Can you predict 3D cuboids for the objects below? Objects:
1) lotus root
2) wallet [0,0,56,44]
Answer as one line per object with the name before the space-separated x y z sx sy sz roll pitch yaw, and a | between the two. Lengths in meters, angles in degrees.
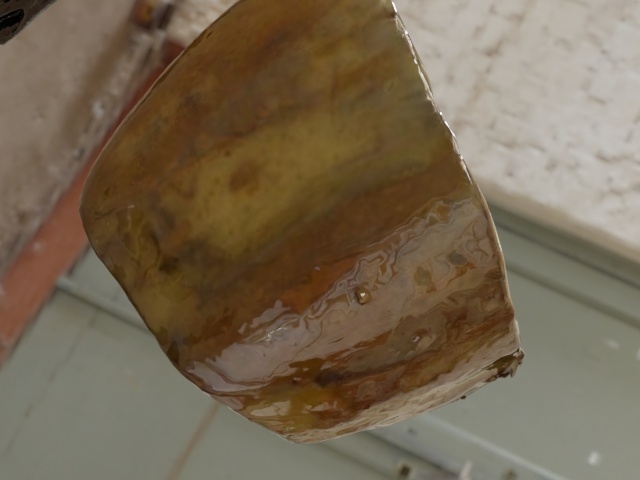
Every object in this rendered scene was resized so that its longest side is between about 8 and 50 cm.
lotus root | 0.000 0.000 1.110 0.250 0.316 0.316 -30 165 2
wallet | -0.133 -0.282 1.269 0.318 0.045 0.172 -52 -164 -24
